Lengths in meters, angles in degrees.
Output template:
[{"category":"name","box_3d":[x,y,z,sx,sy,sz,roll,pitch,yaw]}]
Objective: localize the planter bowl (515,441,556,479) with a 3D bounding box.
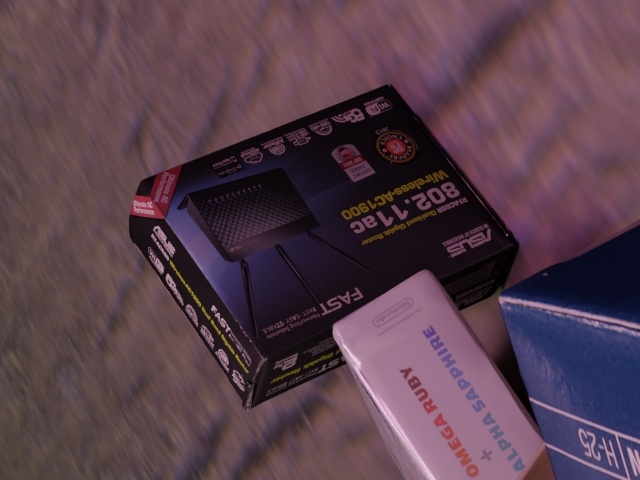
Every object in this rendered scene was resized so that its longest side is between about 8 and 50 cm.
[{"category":"planter bowl","box_3d":[0.135,0.105,0.566,0.109,0.162,0.162,43,163,-18]}]

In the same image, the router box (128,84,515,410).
[{"category":"router box","box_3d":[0.000,0.000,0.765,0.092,0.122,0.038,53,151,24]}]

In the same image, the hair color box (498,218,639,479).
[{"category":"hair color box","box_3d":[0.181,0.138,0.448,0.105,0.174,0.347,12,125,63]}]

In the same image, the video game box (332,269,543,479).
[{"category":"video game box","box_3d":[0.080,0.121,0.738,0.187,0.048,0.205,59,177,18]}]
